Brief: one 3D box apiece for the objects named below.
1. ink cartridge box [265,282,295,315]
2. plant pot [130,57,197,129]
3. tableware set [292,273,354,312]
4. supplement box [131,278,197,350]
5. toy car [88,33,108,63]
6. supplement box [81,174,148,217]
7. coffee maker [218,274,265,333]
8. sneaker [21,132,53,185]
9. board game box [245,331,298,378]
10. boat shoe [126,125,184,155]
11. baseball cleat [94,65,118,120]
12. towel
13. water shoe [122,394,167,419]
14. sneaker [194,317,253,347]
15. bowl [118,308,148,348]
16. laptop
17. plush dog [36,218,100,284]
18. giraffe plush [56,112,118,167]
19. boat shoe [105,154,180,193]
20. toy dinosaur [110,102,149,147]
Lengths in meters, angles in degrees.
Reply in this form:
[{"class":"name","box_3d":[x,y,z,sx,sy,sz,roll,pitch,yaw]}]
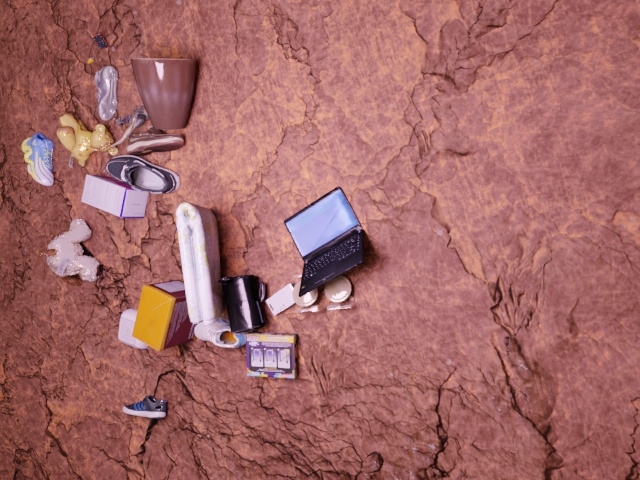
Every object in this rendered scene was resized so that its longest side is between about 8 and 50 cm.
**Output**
[{"class":"ink cartridge box","box_3d":[-0.120,0.194,1.637,0.115,0.029,0.062,-36,78,23]},{"class":"plant pot","box_3d":[-0.527,-0.502,1.711,0.216,0.215,0.230,9,110,24]},{"class":"tableware set","box_3d":[0.007,0.160,1.567,0.194,0.039,0.128,-9,73,17]},{"class":"supplement box","box_3d":[-0.520,0.254,1.734,0.129,0.194,0.191,21,101,23]},{"class":"toy car","box_3d":[-0.877,-0.750,1.928,0.122,0.060,0.040,-35,47,16]},{"class":"supplement box","box_3d":[-0.775,-0.166,1.878,0.220,0.111,0.113,18,100,23]},{"class":"coffee maker","box_3d":[-0.261,0.209,1.618,0.120,0.171,0.178,-21,78,36]},{"class":"sneaker","box_3d":[-1.152,-0.346,2.056,0.126,0.091,0.240,-40,76,21]},{"class":"board game box","box_3d":[-0.159,0.377,1.642,0.171,0.048,0.140,0,91,16]},{"class":"boat shoe","box_3d":[-0.603,-0.371,1.799,0.258,0.095,0.095,-3,85,25]},{"class":"baseball cleat","box_3d":[-0.827,-0.566,1.915,0.110,0.072,0.205,15,95,37]},{"class":"towel","box_3d":[-0.373,0.072,1.596,0.090,0.320,0.374,-8,91,-6]},{"class":"water shoe","box_3d":[-0.664,0.633,1.903,0.203,0.073,0.080,-2,65,25]},{"class":"sneaker","box_3d":[-0.348,0.318,1.715,0.229,0.092,0.087,0,94,26]},{"class":"bowl","box_3d":[-0.721,0.342,1.912,0.142,0.053,0.141,14,98,25]},{"class":"laptop","box_3d":[0.000,0.000,1.511,0.234,0.264,0.136,-31,116,24]},{"class":"plush dog","box_3d":[-1.018,0.068,1.979,0.225,0.211,0.262,-29,78,50]},{"class":"giraffe plush","box_3d":[-0.875,-0.388,1.900,0.171,0.181,0.210,-14,75,4]},{"class":"boat shoe","box_3d":[-0.662,-0.241,1.805,0.303,0.091,0.114,11,105,15]},{"class":"toy dinosaur","box_3d":[-0.666,-0.431,1.776,0.064,0.118,0.268,44,86,0]}]
